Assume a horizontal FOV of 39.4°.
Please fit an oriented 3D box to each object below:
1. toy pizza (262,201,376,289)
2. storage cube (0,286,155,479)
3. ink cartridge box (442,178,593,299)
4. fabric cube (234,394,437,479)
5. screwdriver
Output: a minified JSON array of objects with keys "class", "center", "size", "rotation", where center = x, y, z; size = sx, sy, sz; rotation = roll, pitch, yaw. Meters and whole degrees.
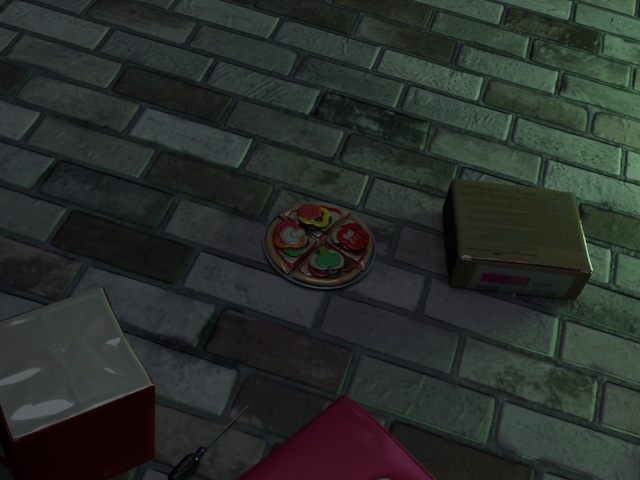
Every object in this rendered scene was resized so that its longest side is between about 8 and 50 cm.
[{"class":"toy pizza","center":[0.000,0.000,1.558],"size":[0.201,0.032,0.201],"rotation":[5,49,-6]},{"class":"storage cube","center":[-0.344,0.212,1.205],"size":[0.214,0.193,0.184],"rotation":[-19,55,-25]},{"class":"ink cartridge box","center":[0.342,-0.004,1.585],"size":[0.234,0.088,0.193],"rotation":[7,50,-5]},{"class":"fabric cube","center":[0.004,0.394,1.064],"size":[0.258,0.259,0.254],"rotation":[-32,62,-32]},{"class":"screwdriver","center":[-0.160,0.290,1.289],"size":[0.025,0.024,0.170],"rotation":[5,34,34]}]
